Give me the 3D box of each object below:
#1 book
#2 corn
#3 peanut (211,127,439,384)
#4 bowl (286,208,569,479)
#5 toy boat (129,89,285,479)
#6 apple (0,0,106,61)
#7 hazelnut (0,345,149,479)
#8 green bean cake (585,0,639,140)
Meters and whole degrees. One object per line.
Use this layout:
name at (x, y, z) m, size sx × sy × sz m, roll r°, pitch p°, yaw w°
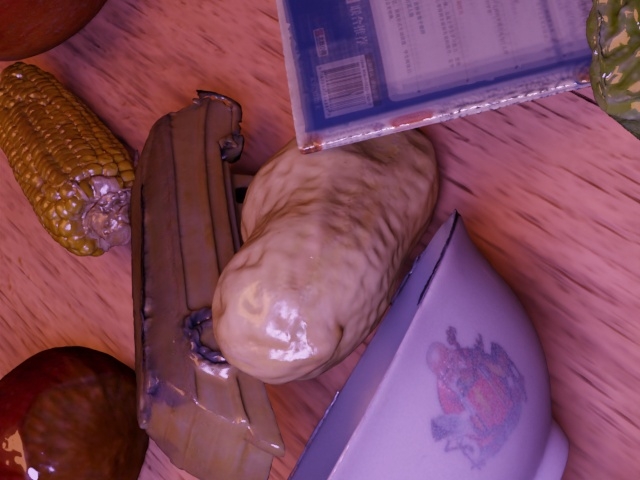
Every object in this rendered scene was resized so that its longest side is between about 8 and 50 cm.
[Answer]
book at (0.123, -0.201, 1.147) m, size 0.322 × 0.018 × 0.228 m, roll -12°, pitch 64°, yaw 8°
corn at (-0.275, -0.091, 1.536) m, size 0.119 × 0.119 × 0.322 m, roll -53°, pitch 44°, yaw 17°
peanut at (0.000, 0.000, 1.143) m, size 0.147 × 0.147 × 0.319 m, roll -26°, pitch 22°, yaw 36°
bowl at (0.078, 0.163, 1.035) m, size 0.157 × 0.345 × 0.346 m, roll 30°, pitch 100°, yaw 1°
toy boat at (-0.083, 0.044, 1.250) m, size 0.445 × 0.162 × 0.136 m, roll -100°, pitch 20°, yaw -50°
apple at (-0.337, -0.326, 1.588) m, size 0.253 × 0.253 × 0.254 m, roll -17°, pitch 64°, yaw 40°
hazelnut at (-0.250, 0.196, 1.391) m, size 0.202 × 0.170 × 0.160 m, roll -58°, pitch -3°, yaw -42°
green bean cake at (0.301, -0.194, 0.990) m, size 0.222 × 0.125 × 0.248 m, roll -12°, pitch 66°, yaw 33°
